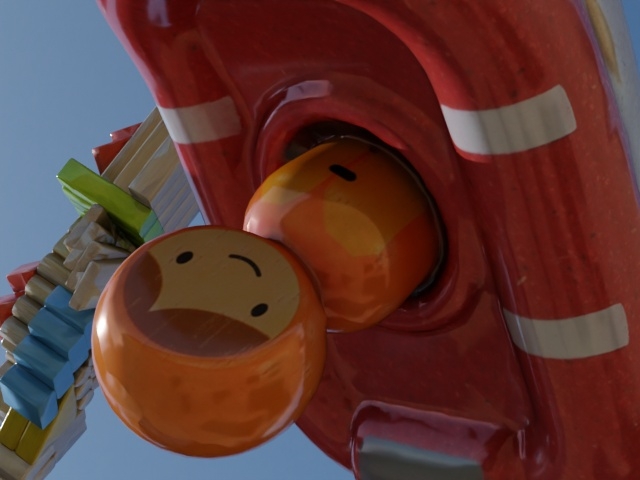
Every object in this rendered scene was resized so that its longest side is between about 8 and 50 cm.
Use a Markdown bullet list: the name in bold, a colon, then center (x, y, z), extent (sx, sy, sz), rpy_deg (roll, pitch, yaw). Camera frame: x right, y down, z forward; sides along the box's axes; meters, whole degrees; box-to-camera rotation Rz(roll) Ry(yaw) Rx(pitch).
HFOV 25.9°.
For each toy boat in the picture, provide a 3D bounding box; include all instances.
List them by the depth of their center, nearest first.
- **toy boat**: center (0.000, 0.000, 0.378), extent (0.151, 0.151, 0.231), rpy_deg (4, -57, 44)

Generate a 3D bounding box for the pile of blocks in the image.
- **pile of blocks**: center (-0.211, 0.035, 1.132), extent (0.112, 0.149, 0.362), rpy_deg (31, -82, 15)
